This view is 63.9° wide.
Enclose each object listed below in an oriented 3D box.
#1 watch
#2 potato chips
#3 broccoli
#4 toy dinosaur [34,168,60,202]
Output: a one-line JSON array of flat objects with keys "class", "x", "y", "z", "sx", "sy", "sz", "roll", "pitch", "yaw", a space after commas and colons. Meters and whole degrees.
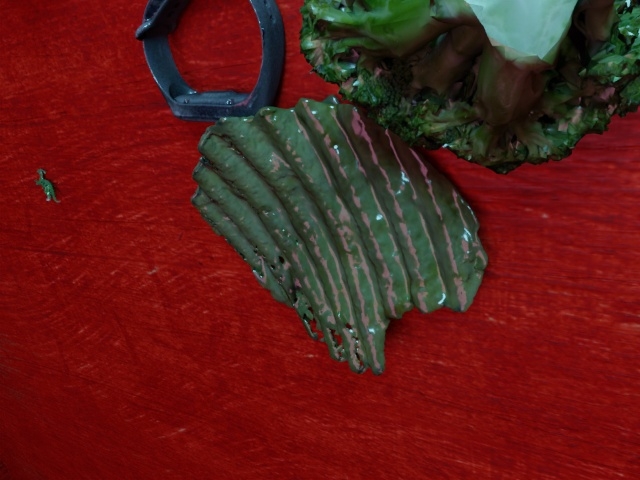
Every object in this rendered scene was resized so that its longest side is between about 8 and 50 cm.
[{"class": "watch", "x": -0.143, "y": -0.250, "z": 0.663, "sx": 0.206, "sy": 0.068, "sz": 0.192, "roll": 10, "pitch": 119, "yaw": 25}, {"class": "potato chips", "x": -0.006, "y": -0.005, "z": 0.698, "sx": 0.389, "sy": 0.097, "sz": 0.373, "roll": 44, "pitch": 131, "yaw": 2}, {"class": "broccoli", "x": 0.135, "y": -0.194, "z": 0.385, "sx": 0.308, "sy": 0.275, "sz": 0.307, "roll": 2, "pitch": 106, "yaw": 8}, {"class": "toy dinosaur", "x": -0.559, "y": -0.114, "z": 1.056, "sx": 0.083, "sy": 0.021, "sz": 0.062, "roll": 14, "pitch": 111, "yaw": 28}]
